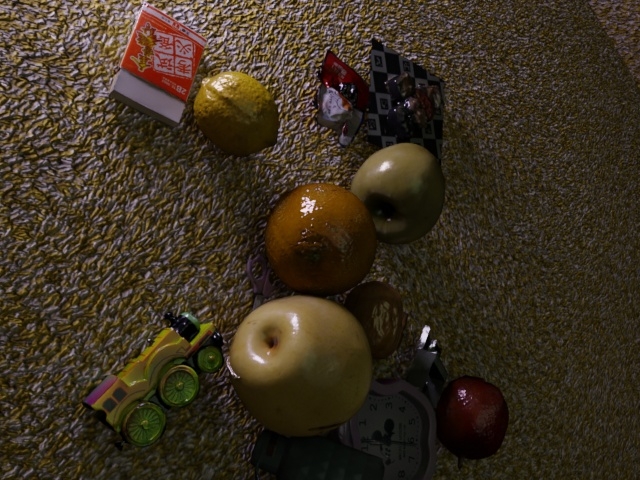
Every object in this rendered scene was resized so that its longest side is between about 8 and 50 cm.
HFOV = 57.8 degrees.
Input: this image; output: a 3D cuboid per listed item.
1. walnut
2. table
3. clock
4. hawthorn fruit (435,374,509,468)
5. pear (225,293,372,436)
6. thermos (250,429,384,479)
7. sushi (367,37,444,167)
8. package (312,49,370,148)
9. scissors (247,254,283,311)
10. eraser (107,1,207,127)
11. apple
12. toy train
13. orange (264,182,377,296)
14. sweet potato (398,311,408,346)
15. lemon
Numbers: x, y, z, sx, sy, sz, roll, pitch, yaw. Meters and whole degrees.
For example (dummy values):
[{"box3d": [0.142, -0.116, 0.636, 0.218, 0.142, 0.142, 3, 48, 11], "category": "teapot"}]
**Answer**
[{"box3d": [0.131, 0.201, 1.469, 0.165, 0.165, 0.197, 6, 79, -35], "category": "walnut"}, {"box3d": [0.303, 0.346, 1.595, 0.175, 0.062, 0.146, -63, 145, -24], "category": "table"}, {"box3d": [0.145, 0.510, 1.466, 0.338, 0.102, 0.339, 6, 79, -34], "category": "clock"}, {"box3d": [0.409, 0.502, 1.600, 0.215, 0.215, 0.250, 39, 66, -25], "category": "hawthorn fruit"}, {"box3d": [-0.043, 0.260, 1.241, 0.309, 0.309, 0.310, 6, 79, -35], "category": "pear"}, {"box3d": [-0.016, 0.513, 1.262, 0.286, 0.145, 0.182, 17, 37, 5], "category": "thermos"}, {"box3d": [0.283, -0.399, 1.714, 0.339, 0.068, 0.320, 15, 74, -38], "category": "sushi"}, {"box3d": [0.054, -0.375, 1.563, 0.194, 0.071, 0.270, 45, 40, -34], "category": "package"}, {"box3d": [-0.145, 0.141, 1.359, 0.110, 0.021, 0.212, 26, 68, -34], "category": "scissors"}, {"box3d": [-0.354, -0.385, 1.278, 0.157, 0.038, 0.231, 25, 68, -31], "category": "eraser"}, {"box3d": [0.205, -0.125, 1.527, 0.262, 0.262, 0.263, 6, 79, -35], "category": "apple"}, {"box3d": [-0.321, 0.269, 1.161, 0.161, 0.100, 0.296, 52, 57, -16], "category": "toy train"}, {"box3d": [0.000, 0.000, 1.336, 0.274, 0.274, 0.275, 6, 79, -35], "category": "orange"}, {"box3d": [0.196, 0.264, 1.571, 0.182, 0.053, 0.053, -45, 118, -35], "category": "sweet potato"}, {"box3d": [-0.188, -0.282, 1.303, 0.193, 0.180, 0.181, 18, 72, -33], "category": "lemon"}]
